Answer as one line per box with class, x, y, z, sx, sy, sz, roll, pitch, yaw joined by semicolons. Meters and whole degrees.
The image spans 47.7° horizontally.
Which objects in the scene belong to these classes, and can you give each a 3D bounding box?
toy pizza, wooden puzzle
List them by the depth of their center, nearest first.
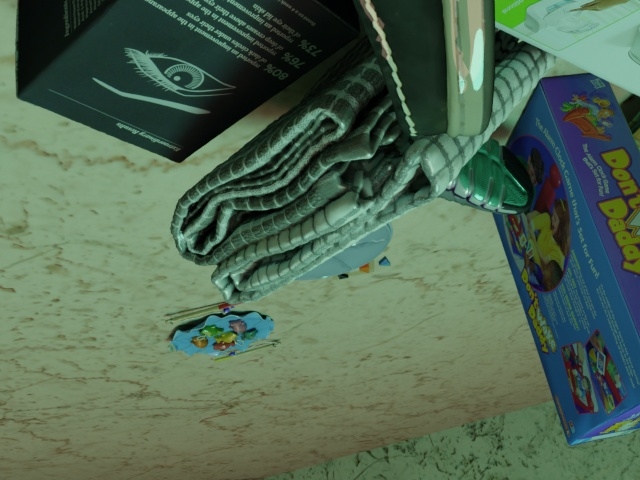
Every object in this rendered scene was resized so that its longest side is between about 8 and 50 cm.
toy pizza;0.000;0.000;0.998;0.201;0.032;0.201;-10;153;-5
wooden puzzle;0.050;0.042;1.124;0.116;0.014;0.078;-14;154;5

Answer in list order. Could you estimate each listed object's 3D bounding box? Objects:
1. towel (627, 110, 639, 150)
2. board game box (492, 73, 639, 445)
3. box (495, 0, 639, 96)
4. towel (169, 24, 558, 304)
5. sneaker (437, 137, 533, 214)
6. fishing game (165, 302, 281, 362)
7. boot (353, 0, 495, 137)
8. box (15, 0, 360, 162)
towel;0.480;-0.084;0.815;0.271;0.040;0.370;28;140;1
board game box;0.295;0.027;0.805;0.078;0.347;0.233;-8;155;-7
box;0.233;-0.206;0.424;0.231;0.127;0.262;16;163;-21
towel;0.021;-0.083;0.587;0.235;0.121;0.283;-46;-171;-37
sneaker;0.128;-0.081;0.817;0.223;0.083;0.098;22;155;-16
fishing game;-0.173;0.176;1.283;0.189;0.041;0.264;-14;154;1
boot;-0.083;-0.193;0.325;0.284;0.138;0.377;-14;123;14
box;-0.101;-0.166;0.528;0.207;0.108;0.153;-27;150;31
